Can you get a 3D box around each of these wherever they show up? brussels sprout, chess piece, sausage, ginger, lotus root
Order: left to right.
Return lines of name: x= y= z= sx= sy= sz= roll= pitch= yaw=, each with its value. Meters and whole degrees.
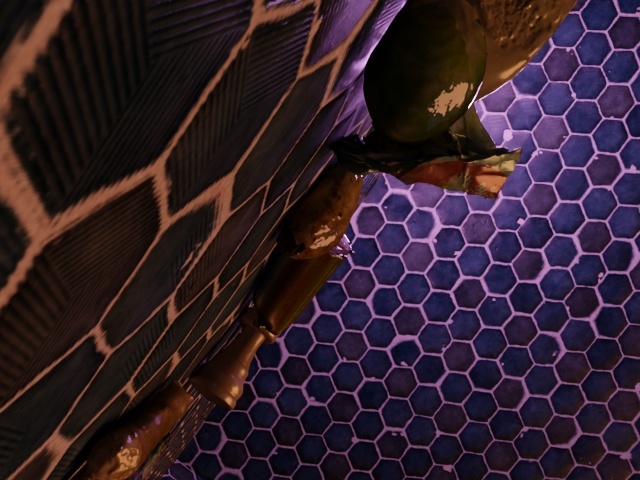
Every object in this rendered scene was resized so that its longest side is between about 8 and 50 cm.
ginger: x=-0.260 y=0.280 z=0.880 sx=0.118 sy=0.065 sz=0.299 roll=-41 pitch=178 yaw=12
chess piece: x=-0.137 y=0.194 z=1.390 sx=0.397 sy=0.117 sz=0.117 roll=-54 pitch=177 yaw=-27
sausage: x=-0.058 y=0.089 z=1.236 sx=0.117 sy=0.125 sz=0.317 roll=-31 pitch=160 yaw=-55
lotus root: x=0.015 y=-0.056 z=1.077 sx=0.258 sy=0.097 sz=0.110 roll=-56 pitch=176 yaw=-36
brussels sprout: x=0.131 y=-0.208 z=0.738 sx=0.161 sy=0.144 sz=0.180 roll=-9 pitch=114 yaw=-58

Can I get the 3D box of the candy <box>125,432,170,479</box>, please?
candy: x=-0.390 y=0.477 z=1.108 sx=0.312 sy=0.061 sz=0.088 roll=-50 pitch=172 yaw=-49

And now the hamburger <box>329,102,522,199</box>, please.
hamburger: x=0.158 y=-0.163 z=0.947 sx=0.260 sy=0.276 sz=0.150 roll=-74 pitch=175 yaw=-80

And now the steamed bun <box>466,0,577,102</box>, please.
steamed bun: x=0.249 y=-0.338 z=0.909 sx=0.273 sy=0.166 sz=0.232 roll=-52 pitch=-173 yaw=3

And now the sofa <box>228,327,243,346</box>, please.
sofa: x=-0.205 y=0.253 z=1.553 sx=0.147 sy=0.060 sz=0.085 roll=-55 pitch=160 yaw=13
